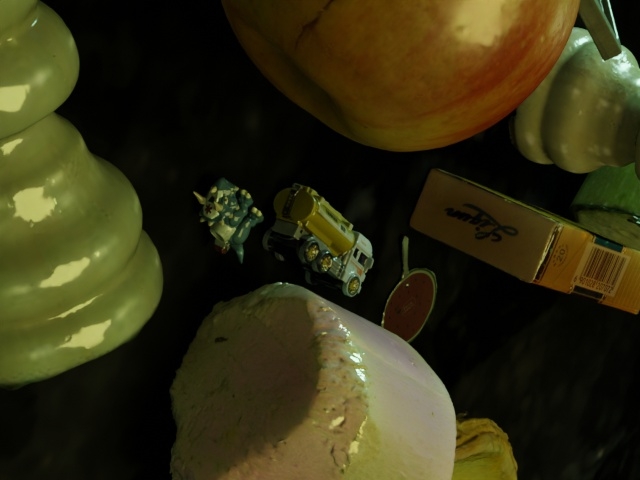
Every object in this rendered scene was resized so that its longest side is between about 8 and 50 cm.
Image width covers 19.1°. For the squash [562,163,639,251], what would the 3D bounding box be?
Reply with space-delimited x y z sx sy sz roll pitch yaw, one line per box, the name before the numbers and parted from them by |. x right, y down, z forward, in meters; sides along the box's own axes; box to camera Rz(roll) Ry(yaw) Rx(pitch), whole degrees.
squash | 0.375 -0.014 2.008 0.133 0.220 0.220 -53 143 -12

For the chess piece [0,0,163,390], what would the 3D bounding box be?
chess piece | -0.222 -0.086 1.250 0.182 0.182 0.330 -36 131 -34

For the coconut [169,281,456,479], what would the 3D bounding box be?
coconut | -0.002 0.173 1.647 0.245 0.233 0.233 36 81 -47

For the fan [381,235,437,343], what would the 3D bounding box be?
fan | 0.085 0.048 1.852 0.085 0.005 0.133 -38 138 -32

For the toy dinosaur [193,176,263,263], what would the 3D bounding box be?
toy dinosaur | -0.077 -0.018 1.581 0.047 0.030 0.083 -50 141 -18

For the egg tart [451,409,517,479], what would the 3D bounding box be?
egg tart | 0.081 0.293 1.898 0.294 0.123 0.294 -27 127 -43

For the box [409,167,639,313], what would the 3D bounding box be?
box | 0.214 0.004 1.864 0.237 0.152 0.070 19 96 -55

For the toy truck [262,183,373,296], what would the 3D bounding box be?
toy truck | 0.000 0.000 1.674 0.123 0.052 0.063 39 72 -53

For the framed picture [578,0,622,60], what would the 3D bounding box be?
framed picture | 0.181 -0.329 1.607 0.324 0.020 0.240 47 30 -53

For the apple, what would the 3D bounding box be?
apple | 0.055 -0.202 1.429 0.233 0.286 0.286 -52 143 -6

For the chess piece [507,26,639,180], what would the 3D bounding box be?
chess piece | 0.329 -0.104 1.857 0.143 0.261 0.143 -34 136 -40
